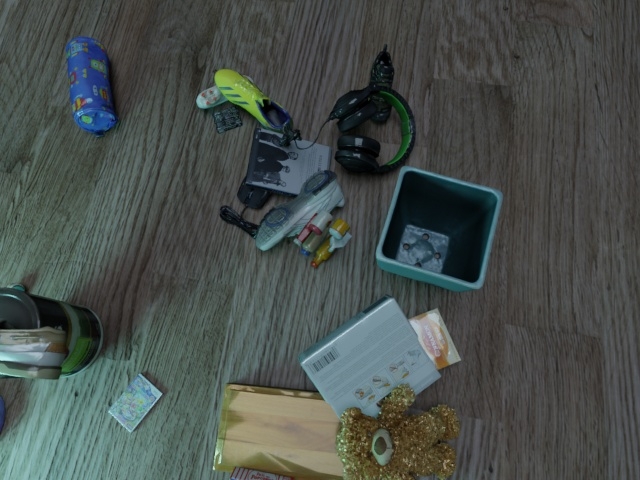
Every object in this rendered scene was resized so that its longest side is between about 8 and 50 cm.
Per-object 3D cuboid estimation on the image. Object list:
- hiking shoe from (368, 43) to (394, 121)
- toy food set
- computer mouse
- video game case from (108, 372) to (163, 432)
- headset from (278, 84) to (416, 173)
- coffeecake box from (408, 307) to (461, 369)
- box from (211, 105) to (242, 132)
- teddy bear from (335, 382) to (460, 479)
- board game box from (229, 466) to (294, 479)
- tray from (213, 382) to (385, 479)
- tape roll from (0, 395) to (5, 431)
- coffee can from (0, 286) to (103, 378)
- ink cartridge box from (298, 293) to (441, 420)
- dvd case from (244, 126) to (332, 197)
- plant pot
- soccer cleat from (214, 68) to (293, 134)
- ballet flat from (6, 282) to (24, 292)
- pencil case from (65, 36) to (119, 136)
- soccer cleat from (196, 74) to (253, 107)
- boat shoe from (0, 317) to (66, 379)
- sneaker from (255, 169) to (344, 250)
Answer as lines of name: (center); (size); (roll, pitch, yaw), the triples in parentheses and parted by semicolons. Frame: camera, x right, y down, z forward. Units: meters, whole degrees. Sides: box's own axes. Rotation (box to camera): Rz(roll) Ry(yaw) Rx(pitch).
hiking shoe: (0.183, -0.481, 1.337); (0.086, 0.114, 0.227); (0, 74, 3)
toy food set: (0.000, 0.000, 1.138); (0.111, 0.232, 0.105); (39, 79, -1)
computer mouse: (-0.164, -0.133, 1.280); (0.184, 0.060, 0.262); (36, 79, 13)
video game case: (-0.490, 0.430, 1.156); (0.087, 0.011, 0.122); (36, 78, 12)
headset: (0.085, -0.310, 1.258); (0.393, 0.185, 0.244); (-10, 97, -24)
coffeecake box: (0.244, 0.279, 1.135); (0.185, 0.068, 0.143); (-21, 74, -3)
box: (-0.297, -0.385, 1.382); (0.083, 0.018, 0.067); (-21, 74, -3)
teddy bear: (0.201, 0.466, 0.995); (0.337, 0.113, 0.245); (32, 78, -25)
board game box: (-0.148, 0.646, 1.022); (0.146, 0.045, 0.194); (9, 97, 5)
tray: (-0.046, 0.482, 1.088); (0.409, 0.076, 0.203); (4, 74, 3)
tape roll: (-0.940, 0.472, 1.131); (0.188, 0.080, 0.189); (-1, 74, 2)
coffee can: (-0.710, 0.240, 1.085); (0.201, 0.275, 0.202); (-1, 74, 3)
ink cartridge box: (0.123, 0.308, 1.067); (0.275, 0.060, 0.239); (-33, 98, -8)
dvd case: (-0.090, -0.220, 1.278); (0.238, 0.029, 0.180); (12, 74, -16)
plant pot: (0.282, -0.001, 1.119); (0.247, 0.252, 0.247); (17, 74, 8)
soccer cleat: (-0.196, -0.427, 1.309); (0.289, 0.121, 0.093); (41, 79, -2)
ballet flat: (-0.895, 0.199, 1.231); (0.052, 0.057, 0.169); (9, 68, 34)
pencil case: (-0.723, -0.491, 1.382); (0.119, 0.133, 0.307); (-29, 69, 36)
soccer cleat: (-0.307, -0.475, 1.388); (0.196, 0.076, 0.068); (-30, 107, -21)
boat shoe: (-0.677, 0.211, 0.897); (0.301, 0.113, 0.104); (11, 73, -5)
sneaker: (-0.051, -0.062, 1.220); (0.297, 0.129, 0.111); (-37, 39, 2)
